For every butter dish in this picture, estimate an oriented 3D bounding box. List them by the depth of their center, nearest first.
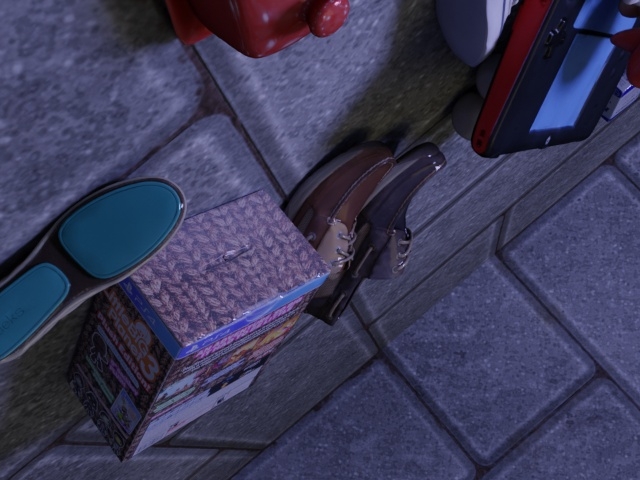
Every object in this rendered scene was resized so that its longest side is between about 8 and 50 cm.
[{"bbox_3d":[-0.026,-0.195,0.595,0.160,0.118,0.160,-38,164,-11],"label":"butter dish"}]

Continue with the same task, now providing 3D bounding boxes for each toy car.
[{"bbox_3d":[0.302,-0.207,1.245,0.159,0.136,0.182,-28,159,-37],"label":"toy car"}]

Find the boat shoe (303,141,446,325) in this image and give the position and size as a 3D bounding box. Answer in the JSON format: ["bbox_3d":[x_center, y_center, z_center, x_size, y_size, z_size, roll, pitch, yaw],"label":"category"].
[{"bbox_3d":[0.084,-0.003,1.263,0.355,0.130,0.132,-48,178,33],"label":"boat shoe"}]

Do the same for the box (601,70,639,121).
[{"bbox_3d":[0.515,-0.300,1.491,0.072,0.126,0.137,-41,163,-3],"label":"box"}]

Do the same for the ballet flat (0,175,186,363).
[{"bbox_3d":[-0.237,0.023,0.787,0.248,0.086,0.086,-36,163,-9],"label":"ballet flat"}]

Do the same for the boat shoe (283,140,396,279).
[{"bbox_3d":[0.000,0.000,1.147,0.324,0.116,0.123,-48,162,23],"label":"boat shoe"}]

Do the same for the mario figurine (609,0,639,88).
[{"bbox_3d":[0.416,-0.335,0.951,0.170,0.198,0.321,-127,-126,-72],"label":"mario figurine"}]

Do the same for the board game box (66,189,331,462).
[{"bbox_3d":[-0.161,0.109,1.031,0.232,0.141,0.291,-25,157,-42],"label":"board game box"}]

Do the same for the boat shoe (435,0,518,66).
[{"bbox_3d":[0.187,-0.283,0.876,0.084,0.095,0.258,-33,163,-11],"label":"boat shoe"}]

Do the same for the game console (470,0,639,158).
[{"bbox_3d":[0.342,-0.270,1.032,0.386,0.060,0.342,-14,127,-53],"label":"game console"}]
